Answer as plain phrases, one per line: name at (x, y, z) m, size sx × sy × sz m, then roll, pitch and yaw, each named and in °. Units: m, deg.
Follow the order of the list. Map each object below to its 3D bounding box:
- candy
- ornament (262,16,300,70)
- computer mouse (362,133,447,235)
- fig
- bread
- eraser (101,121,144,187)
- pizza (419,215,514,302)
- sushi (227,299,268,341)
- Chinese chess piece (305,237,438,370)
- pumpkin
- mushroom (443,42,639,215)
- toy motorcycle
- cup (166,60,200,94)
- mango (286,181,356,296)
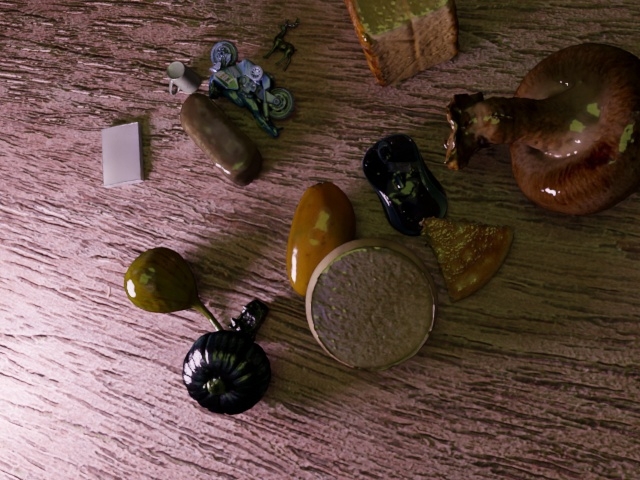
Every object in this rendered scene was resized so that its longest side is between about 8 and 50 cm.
candy at (-0.231, -0.233, 1.635) m, size 0.102 × 0.104 × 0.234 m, roll -44°, pitch 74°, yaw -2°
ornament at (-0.081, -0.472, 1.678) m, size 0.073 × 0.028 × 0.125 m, roll 33°, pitch 91°, yaw 18°
computer mouse at (0.175, -0.122, 1.516) m, size 0.137 × 0.096 × 0.233 m, roll -31°, pitch 76°, yaw 7°
fig at (-0.306, 0.116, 1.586) m, size 0.259 × 0.151 × 0.151 m, roll 27°, pitch 87°, yaw -5°
bread at (0.157, -0.510, 1.494) m, size 0.207 × 0.279 × 0.279 m, roll -20°, pitch 76°, yaw 10°
eraser at (-0.486, -0.208, 1.735) m, size 0.103 × 0.023 × 0.150 m, roll -8°, pitch 78°, yaw 12°
pizza at (0.293, 0.006, 1.473) m, size 0.201 × 0.053 × 0.193 m, roll -44°, pitch 94°, yaw 9°
sushi at (-0.153, 0.174, 1.552) m, size 0.056 × 0.084 × 0.083 m, roll 41°, pitch 90°, yaw 16°
Chinese chess piece at (0.104, 0.129, 1.442) m, size 0.270 × 0.112 × 0.270 m, roll 0°, pitch 95°, yaw 0°
pumpkin at (-0.199, 0.282, 1.507) m, size 0.194 × 0.194 × 0.150 m, roll 9°, pitch 52°, yaw 15°
mushroom at (0.461, -0.239, 1.355) m, size 0.334 × 0.356 × 0.331 m, roll -22°, pitch 39°, yaw 49°
toy motorcycle at (-0.175, -0.348, 1.650) m, size 0.254 × 0.092 × 0.135 m, roll 40°, pitch 101°, yaw 8°
cup at (-0.338, -0.390, 1.699) m, size 0.075 × 0.083 × 0.054 m, roll -18°, pitch 78°, yaw 12°
mango at (0.000, 0.000, 1.530) m, size 0.138 × 0.113 × 0.253 m, roll 15°, pitch 90°, yaw 4°
